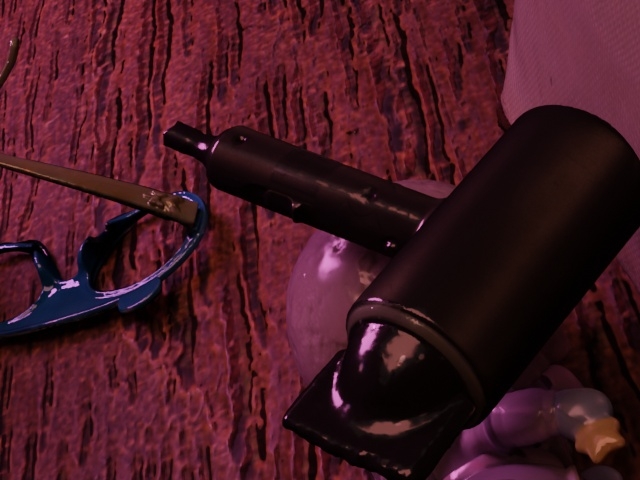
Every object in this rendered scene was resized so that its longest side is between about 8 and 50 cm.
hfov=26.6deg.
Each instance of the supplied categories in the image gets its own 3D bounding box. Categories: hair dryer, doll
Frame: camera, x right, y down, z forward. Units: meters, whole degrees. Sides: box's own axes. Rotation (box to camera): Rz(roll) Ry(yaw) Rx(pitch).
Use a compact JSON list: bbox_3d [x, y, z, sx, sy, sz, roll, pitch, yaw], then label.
[{"bbox_3d":[0.000,0.000,0.644,0.248,0.078,0.195,21,53,34],"label":"hair dryer"},{"bbox_3d":[0.072,0.095,0.678,0.151,0.151,0.287,-28,45,7],"label":"doll"}]

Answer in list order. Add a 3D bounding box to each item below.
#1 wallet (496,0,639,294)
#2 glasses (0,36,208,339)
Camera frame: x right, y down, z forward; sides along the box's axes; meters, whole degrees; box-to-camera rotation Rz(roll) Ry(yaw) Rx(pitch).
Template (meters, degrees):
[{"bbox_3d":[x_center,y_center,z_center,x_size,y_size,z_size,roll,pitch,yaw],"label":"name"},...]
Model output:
[{"bbox_3d":[0.166,-0.080,0.667,0.068,0.275,0.335,-12,39,-9],"label":"wallet"},{"bbox_3d":[-0.206,-0.039,0.972,0.239,0.207,0.102,-12,10,20],"label":"glasses"}]
